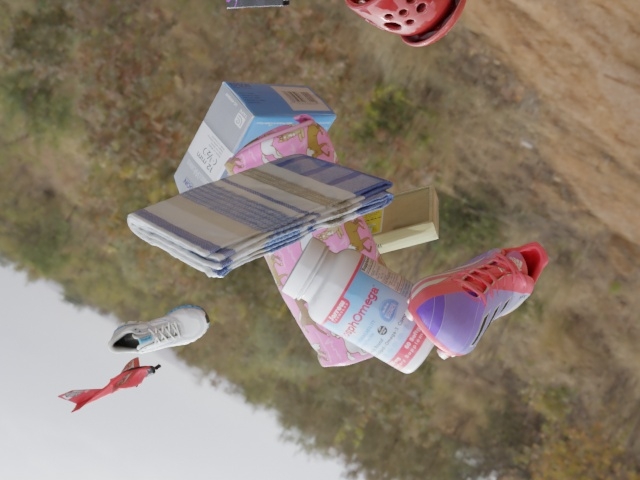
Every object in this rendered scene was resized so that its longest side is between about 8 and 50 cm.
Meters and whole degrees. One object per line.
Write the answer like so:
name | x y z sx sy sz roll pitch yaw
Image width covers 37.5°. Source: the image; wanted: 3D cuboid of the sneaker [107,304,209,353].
sneaker | -0.290 0.169 1.676 0.083 0.191 0.071 -49 -59 -79

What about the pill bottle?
pill bottle | 0.044 0.064 0.977 0.160 0.087 0.087 30 172 -2

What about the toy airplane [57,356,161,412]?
toy airplane | -0.295 0.205 1.328 0.028 0.151 0.151 70 163 -8

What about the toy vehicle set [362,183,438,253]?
toy vehicle set | 0.082 -0.022 1.714 0.166 0.267 0.035 -74 -33 -62

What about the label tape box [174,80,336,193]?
label tape box | -0.156 -0.149 1.900 0.249 0.347 0.115 -9 -128 -50

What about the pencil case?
pencil case | 0.000 0.000 1.462 0.160 0.167 0.386 -25 92 40

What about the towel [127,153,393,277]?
towel | -0.074 -0.040 1.176 0.209 0.285 0.034 23 128 45

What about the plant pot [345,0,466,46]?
plant pot | 0.168 -0.475 1.773 0.174 0.191 0.191 26 174 -35

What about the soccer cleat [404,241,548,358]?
soccer cleat | 0.158 0.047 0.924 0.083 0.095 0.248 51 -157 12

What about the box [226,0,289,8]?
box | -0.109 -0.473 1.583 0.116 0.162 0.029 6 -165 30
